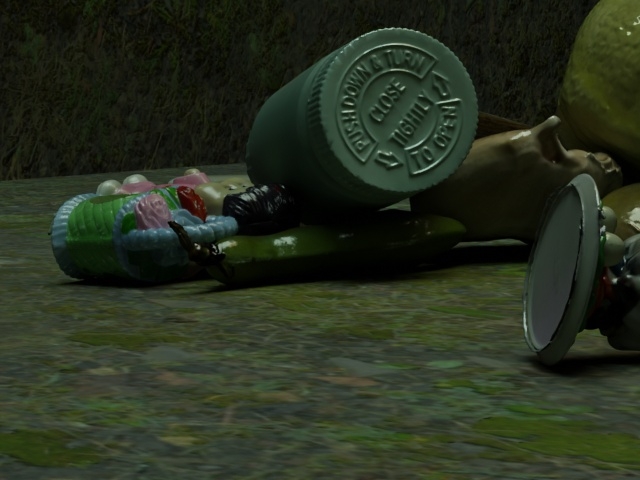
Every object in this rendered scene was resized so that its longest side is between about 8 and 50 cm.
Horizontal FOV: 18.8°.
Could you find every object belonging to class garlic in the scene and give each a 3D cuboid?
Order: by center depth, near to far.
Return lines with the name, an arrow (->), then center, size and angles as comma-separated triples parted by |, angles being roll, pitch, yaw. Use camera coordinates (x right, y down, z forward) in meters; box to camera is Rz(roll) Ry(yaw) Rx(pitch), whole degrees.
garlic -> 0.198, -0.042, 1.937 | 0.217, 0.110, 0.228 | -7, -15, 3

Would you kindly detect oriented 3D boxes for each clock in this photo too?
clock -> -0.133, -0.011, 1.864 | 0.195, 0.100, 0.194 | -2, 9, 29

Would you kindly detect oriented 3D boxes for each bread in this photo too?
bread -> 0.412, -0.148, 2.029 | 0.320, 0.237, 0.320 | 18, 2, -1

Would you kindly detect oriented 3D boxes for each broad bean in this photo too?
broad bean -> 0.001, 0.009, 1.803 | 0.325, 0.067, 0.075 | -8, -22, -30

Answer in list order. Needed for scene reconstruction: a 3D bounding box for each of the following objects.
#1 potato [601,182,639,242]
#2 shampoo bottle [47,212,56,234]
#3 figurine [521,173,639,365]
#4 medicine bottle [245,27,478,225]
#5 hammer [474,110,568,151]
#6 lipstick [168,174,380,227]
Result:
potato -> 0.283, -0.002, 1.595 | 0.138, 0.098, 0.243 | -1, 4, 30
shampoo bottle -> -0.255, -0.025, 2.247 | 0.056, 0.056, 0.195 | -7, 8, -39
figurine -> 0.224, 0.030, 1.272 | 0.153, 0.132, 0.132 | 11, 4, -9
medicine bottle -> 0.029, -0.102, 1.898 | 0.158, 0.158, 0.318 | -4, -5, -17
hammer -> 0.282, -0.110, 2.261 | 0.408, 0.095, 0.242 | 12, -3, -35
lipstick -> -0.058, -0.044, 2.254 | 0.252, 0.079, 0.077 | -1, 7, 29
